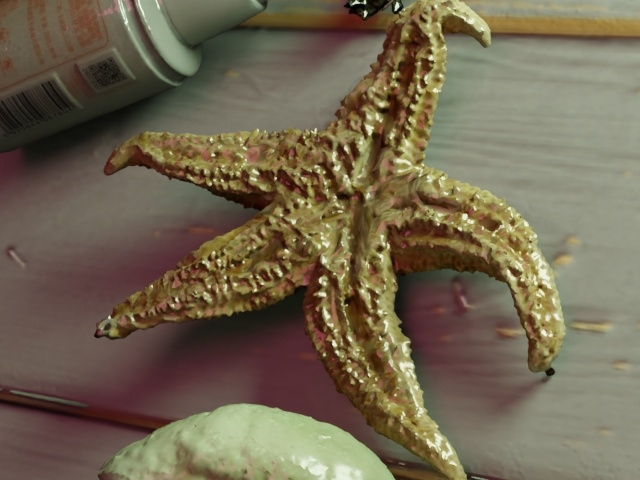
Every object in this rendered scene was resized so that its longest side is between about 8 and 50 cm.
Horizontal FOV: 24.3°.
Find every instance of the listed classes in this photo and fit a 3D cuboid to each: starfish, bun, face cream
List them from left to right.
[{"bbox_3d":[-0.131,-0.144,1.001,0.251,0.101,0.101,-19,61,19],"label":"face cream"},{"bbox_3d":[-0.038,0.190,0.792,0.204,0.126,0.212,39,95,8],"label":"bun"},{"bbox_3d":[0.001,0.001,0.894,0.302,0.060,0.299,-2,74,20],"label":"starfish"}]

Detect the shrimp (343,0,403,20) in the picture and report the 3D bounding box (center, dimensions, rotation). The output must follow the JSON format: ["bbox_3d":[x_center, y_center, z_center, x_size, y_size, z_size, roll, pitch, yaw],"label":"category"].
[{"bbox_3d":[0.062,-0.209,0.976,0.091,0.034,0.161,28,76,45],"label":"shrimp"}]
